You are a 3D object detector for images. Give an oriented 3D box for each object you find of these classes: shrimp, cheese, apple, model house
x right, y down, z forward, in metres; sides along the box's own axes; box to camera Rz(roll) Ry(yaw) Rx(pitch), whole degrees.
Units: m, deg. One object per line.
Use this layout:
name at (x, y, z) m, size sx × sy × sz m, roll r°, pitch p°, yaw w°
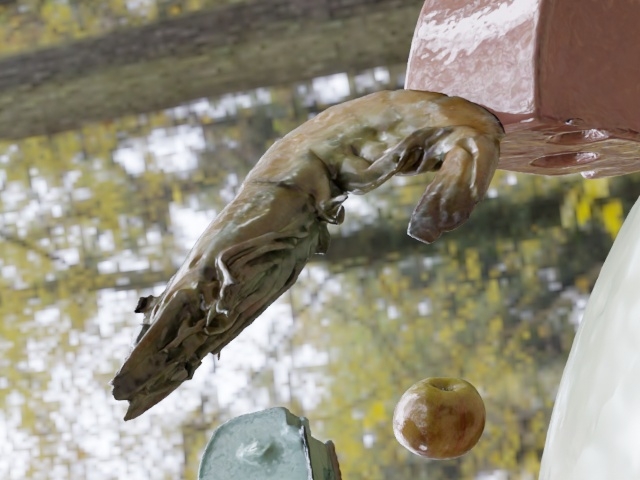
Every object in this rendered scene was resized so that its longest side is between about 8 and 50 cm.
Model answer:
shrimp at (0.000, 0.000, 0.955) m, size 0.296 × 0.169 × 0.058 m, roll -54°, pitch -51°, yaw -40°
cheese at (0.160, -0.141, 1.106) m, size 0.203 × 0.128 × 0.177 m, roll 4°, pitch -101°, yaw -42°
apple at (0.109, 0.161, 1.547) m, size 0.084 × 0.084 × 0.071 m, roll -23°, pitch -56°, yaw -66°
model house at (-0.025, 0.240, 1.526) m, size 0.149 × 0.119 × 0.148 m, roll 35°, pitch -140°, yaw -54°

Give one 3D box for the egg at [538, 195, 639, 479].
egg at (0.189, 0.069, 0.404) m, size 0.345 × 0.283 × 0.283 m, roll 121°, pitch 163°, yaw -53°
